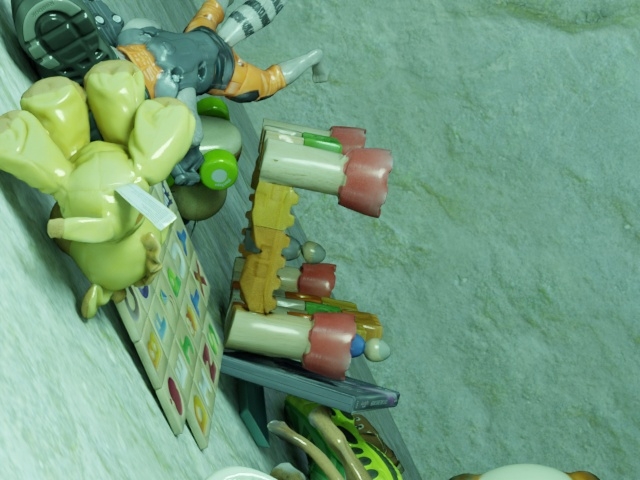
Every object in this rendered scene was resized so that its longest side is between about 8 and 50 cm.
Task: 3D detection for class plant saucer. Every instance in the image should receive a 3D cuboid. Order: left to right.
[{"bbox_3d":[-0.094,0.207,1.785,0.192,0.018,0.067,-105,169,-66],"label":"plant saucer"}]

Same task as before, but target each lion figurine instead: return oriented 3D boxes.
[{"bbox_3d":[0.057,0.380,1.656,0.240,0.142,0.392,53,0,38],"label":"lion figurine"}]

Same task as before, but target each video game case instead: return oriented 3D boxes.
[{"bbox_3d":[-0.016,0.184,1.727,0.274,0.196,0.026,23,82,-75],"label":"video game case"}]

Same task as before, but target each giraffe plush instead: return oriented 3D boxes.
[{"bbox_3d":[-0.192,-0.032,1.204,0.210,0.181,0.170,56,-22,30],"label":"giraffe plush"}]

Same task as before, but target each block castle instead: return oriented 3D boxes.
[{"bbox_3d":[0.000,0.000,1.798,0.453,0.213,0.303,-111,-148,-81],"label":"block castle"}]

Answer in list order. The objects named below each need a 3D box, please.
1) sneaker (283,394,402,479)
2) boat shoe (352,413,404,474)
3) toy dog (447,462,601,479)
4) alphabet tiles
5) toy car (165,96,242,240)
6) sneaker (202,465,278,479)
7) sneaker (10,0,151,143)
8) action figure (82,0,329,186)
[{"bbox_3d":[0.009,0.318,1.932,0.109,0.123,0.295,21,14,-31],"label":"sneaker"},{"bbox_3d":[0.047,0.335,2.091,0.104,0.111,0.307,65,-12,-1],"label":"boat shoe"},{"bbox_3d":[0.233,0.445,1.536,0.408,0.285,0.395,-83,157,-53],"label":"toy dog"},{"bbox_3d":[-0.169,0.056,1.466,0.342,0.011,0.285,-88,160,-66],"label":"alphabet tiles"},{"bbox_3d":[-0.185,-0.077,1.799,0.155,0.149,0.188,-102,-164,-51],"label":"toy car"},{"bbox_3d":[-0.022,0.369,1.290,0.350,0.131,0.148,56,-21,-6],"label":"sneaker"},{"bbox_3d":[-0.265,-0.197,1.461,0.106,0.101,0.267,53,-11,38],"label":"sneaker"},{"bbox_3d":[-0.188,-0.260,1.666,0.341,0.178,0.330,50,47,8],"label":"action figure"}]
